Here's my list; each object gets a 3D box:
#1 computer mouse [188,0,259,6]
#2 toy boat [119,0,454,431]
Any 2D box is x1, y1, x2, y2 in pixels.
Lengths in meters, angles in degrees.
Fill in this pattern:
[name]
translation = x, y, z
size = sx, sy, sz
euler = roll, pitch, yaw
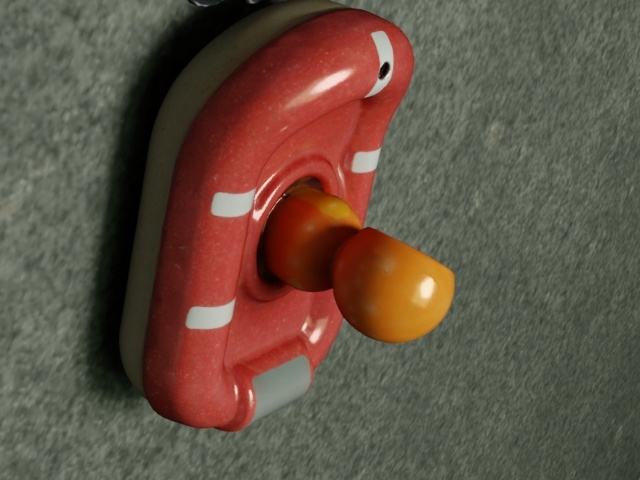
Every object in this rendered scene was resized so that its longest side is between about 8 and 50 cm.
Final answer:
[computer mouse]
translation = 0.001, -0.245, 0.687
size = 0.188, 0.072, 0.272
euler = -33, 151, -47
[toy boat]
translation = 0.000, 0.000, 0.782
size = 0.151, 0.151, 0.231
euler = -23, 131, -51
